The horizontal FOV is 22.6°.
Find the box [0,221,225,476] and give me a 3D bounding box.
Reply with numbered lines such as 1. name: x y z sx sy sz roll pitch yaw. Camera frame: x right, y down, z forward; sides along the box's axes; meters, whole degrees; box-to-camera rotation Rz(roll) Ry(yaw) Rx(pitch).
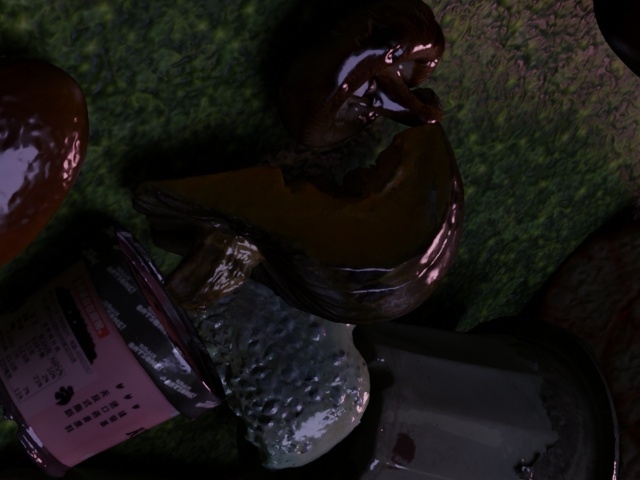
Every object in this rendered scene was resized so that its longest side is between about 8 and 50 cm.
1. box: -0.162 0.083 1.143 0.135 0.151 0.151 -31 144 0

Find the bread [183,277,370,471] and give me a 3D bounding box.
1. bread: -0.034 0.057 1.250 0.064 0.172 0.232 96 8 -73

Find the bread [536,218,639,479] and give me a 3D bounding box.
1. bread: 0.359 0.112 1.520 0.327 0.295 0.114 -19 152 23

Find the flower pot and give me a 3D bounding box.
1. flower pot: 0.083 0.180 1.385 0.259 0.290 0.290 19 115 -39

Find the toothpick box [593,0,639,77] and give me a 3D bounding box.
1. toothpick box: 0.344 -0.241 1.242 0.294 0.192 0.192 -48 145 -1

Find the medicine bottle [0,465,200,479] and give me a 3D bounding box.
1. medicine bottle: -0.144 0.273 1.349 0.322 0.151 0.151 17 115 -50

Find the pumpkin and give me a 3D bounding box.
1. pumpkin: -0.004 0.004 1.168 0.248 0.126 0.131 -13 167 -10

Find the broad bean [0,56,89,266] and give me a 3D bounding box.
1. broad bean: -0.216 -0.044 1.007 0.114 0.084 0.165 26 102 -47

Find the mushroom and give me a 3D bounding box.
1. mushroom: 0.036 -0.120 1.166 0.135 0.080 0.170 -37 154 20
